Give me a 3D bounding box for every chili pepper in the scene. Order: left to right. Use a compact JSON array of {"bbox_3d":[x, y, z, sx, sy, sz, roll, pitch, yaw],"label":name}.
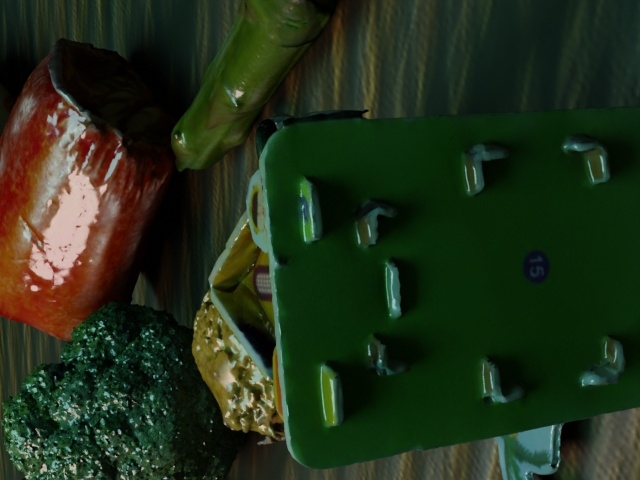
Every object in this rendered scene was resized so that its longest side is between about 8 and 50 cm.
[{"bbox_3d":[-0.263,-0.066,1.342,0.305,0.229,0.251,-55,18,33],"label":"chili pepper"}]

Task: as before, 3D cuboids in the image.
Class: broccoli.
[{"bbox_3d":[-0.215,0.190,1.293,0.270,0.270,0.269,10,110,64],"label":"broccoli"}]

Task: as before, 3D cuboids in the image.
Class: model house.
[{"bbox_3d":[0.052,0.082,0.866,0.324,0.300,0.340,1,96,64],"label":"model house"}]

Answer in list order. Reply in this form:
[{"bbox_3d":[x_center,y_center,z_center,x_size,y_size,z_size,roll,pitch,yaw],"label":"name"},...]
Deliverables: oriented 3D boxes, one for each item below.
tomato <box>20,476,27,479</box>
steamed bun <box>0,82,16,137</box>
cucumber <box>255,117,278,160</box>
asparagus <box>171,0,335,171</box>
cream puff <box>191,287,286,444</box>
[{"bbox_3d":[-0.260,0.434,1.430,0.341,0.273,0.341,-27,58,57],"label":"tomato"},{"bbox_3d":[-0.504,-0.083,1.596,0.374,0.241,0.374,174,90,-71],"label":"steamed bun"},{"bbox_3d":[0.000,0.000,1.102,0.284,0.056,0.056,62,143,20],"label":"cucumber"},{"bbox_3d":[-0.069,-0.161,1.116,0.082,0.085,0.343,30,148,-7],"label":"asparagus"},{"bbox_3d":[-0.056,0.110,1.154,0.189,0.130,0.189,27,124,51],"label":"cream puff"}]
